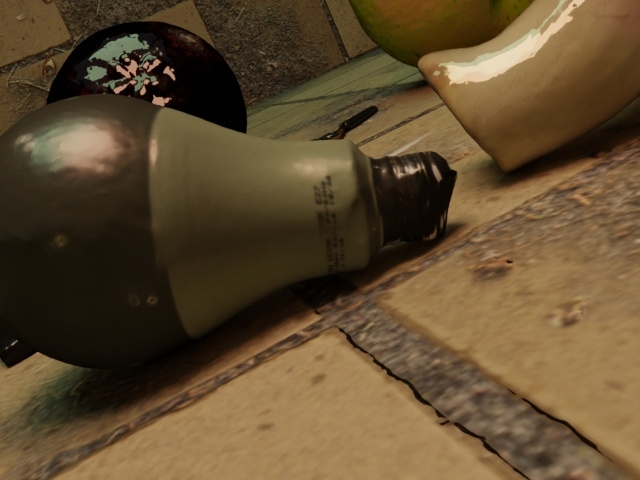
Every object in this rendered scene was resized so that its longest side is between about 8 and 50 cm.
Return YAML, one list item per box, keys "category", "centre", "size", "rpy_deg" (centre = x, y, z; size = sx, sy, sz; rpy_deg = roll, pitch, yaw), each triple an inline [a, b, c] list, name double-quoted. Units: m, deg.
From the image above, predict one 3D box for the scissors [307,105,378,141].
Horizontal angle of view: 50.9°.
- category: "scissors"
  centre: [0.039, -0.183, 1.091]
  size: [0.088, 0.017, 0.220]
  rpy_deg: [-12, 19, 39]

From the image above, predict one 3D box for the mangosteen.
- category: "mangosteen"
  centre: [-0.256, -0.164, 1.023]
  size: [0.296, 0.313, 0.297]
  rpy_deg: [2, 46, -2]

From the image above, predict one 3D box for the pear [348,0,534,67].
- category: "pear"
  centre: [0.226, -0.468, 1.130]
  size: [0.391, 0.391, 0.391]
  rpy_deg: [-22, 16, 6]

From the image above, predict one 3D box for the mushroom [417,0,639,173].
- category: "mushroom"
  centre: [0.242, -0.240, 0.489]
  size: [0.356, 0.315, 0.315]
  rpy_deg: [-11, 20, 39]

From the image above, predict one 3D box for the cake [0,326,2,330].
- category: "cake"
  centre: [-0.354, 0.079, 0.729]
  size: [0.084, 0.044, 0.084]
  rpy_deg: [-30, 7, 4]

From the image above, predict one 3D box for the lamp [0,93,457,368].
- category: "lamp"
  centre: [-0.074, 0.006, 0.455]
  size: [0.313, 0.182, 0.182]
  rpy_deg: [10, 18, -1]

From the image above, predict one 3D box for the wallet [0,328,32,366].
- category: "wallet"
  centre: [-0.222, 0.045, 0.699]
  size: [0.244, 0.025, 0.124]
  rpy_deg: [-33, 15, -26]
